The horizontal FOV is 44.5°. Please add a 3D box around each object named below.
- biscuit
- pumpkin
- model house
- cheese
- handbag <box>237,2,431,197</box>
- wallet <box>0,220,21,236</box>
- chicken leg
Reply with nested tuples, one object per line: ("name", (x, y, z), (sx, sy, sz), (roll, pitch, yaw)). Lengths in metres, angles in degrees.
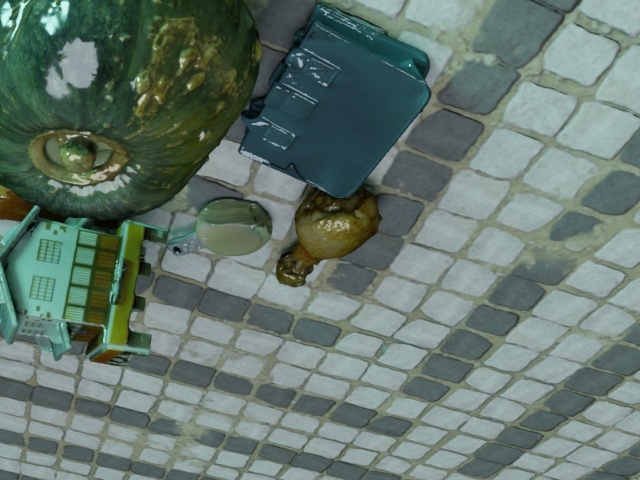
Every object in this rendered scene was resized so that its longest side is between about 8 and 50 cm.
("biscuit", (-0.371, -0.056, 1.103), (0.280, 0.043, 0.183), (0, 159, 17))
("pumpkin", (-0.207, -0.179, 0.794), (0.291, 0.258, 0.327), (21, 141, -37))
("model house", (-0.349, 0.067, 1.108), (0.215, 0.199, 0.224), (14, 162, -20))
("cheese", (-0.154, -0.013, 1.143), (0.171, 0.048, 0.092), (-4, 138, 14))
("handbag", (0.009, -0.161, 0.941), (0.179, 0.062, 0.229), (23, 138, -14))
("wallet", (-0.489, -0.033, 1.186), (0.061, 0.025, 0.122), (-31, 128, 34))
("chicken leg", (-0.002, 0.002, 1.115), (0.107, 0.087, 0.251), (29, 143, -8))
